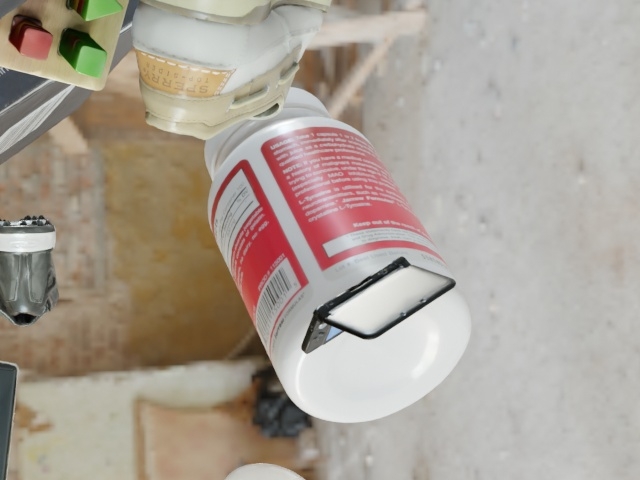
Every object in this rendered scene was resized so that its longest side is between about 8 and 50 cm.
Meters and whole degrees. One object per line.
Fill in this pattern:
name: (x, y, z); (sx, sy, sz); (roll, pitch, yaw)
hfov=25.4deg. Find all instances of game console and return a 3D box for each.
game console: (0.055, 0.074, 1.364); (0.071, 0.122, 0.107); (47, 145, 20)

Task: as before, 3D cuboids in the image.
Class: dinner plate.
dinner plate: (-0.069, 0.360, 1.915); (0.017, 0.141, 0.141); (-71, -8, -55)

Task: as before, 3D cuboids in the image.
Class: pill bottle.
pill bottle: (0.000, 0.000, 1.694); (0.407, 0.229, 0.229); (-118, 29, -44)

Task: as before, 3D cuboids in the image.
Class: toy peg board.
toy peg board: (-0.191, -0.187, 0.915); (0.079, 0.161, 0.161); (40, 114, 64)

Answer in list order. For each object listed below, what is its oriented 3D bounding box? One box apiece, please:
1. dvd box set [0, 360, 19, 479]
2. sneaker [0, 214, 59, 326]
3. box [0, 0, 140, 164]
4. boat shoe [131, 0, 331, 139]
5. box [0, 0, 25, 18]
dvd box set: (-0.460, 0.318, 1.628); (0.420, 0.062, 0.307); (-23, 59, 56)
sneaker: (-0.298, 0.030, 1.388); (0.234, 0.078, 0.106); (-170, 79, -75)
box: (-0.508, -0.308, 1.681); (0.297, 0.471, 0.480); (-39, 6, 39)
boat shoe: (-0.067, -0.138, 0.979); (0.302, 0.113, 0.103); (-38, -38, -74)
box: (-0.293, -0.274, 0.593); (0.395, 0.212, 0.293); (56, -173, 6)
